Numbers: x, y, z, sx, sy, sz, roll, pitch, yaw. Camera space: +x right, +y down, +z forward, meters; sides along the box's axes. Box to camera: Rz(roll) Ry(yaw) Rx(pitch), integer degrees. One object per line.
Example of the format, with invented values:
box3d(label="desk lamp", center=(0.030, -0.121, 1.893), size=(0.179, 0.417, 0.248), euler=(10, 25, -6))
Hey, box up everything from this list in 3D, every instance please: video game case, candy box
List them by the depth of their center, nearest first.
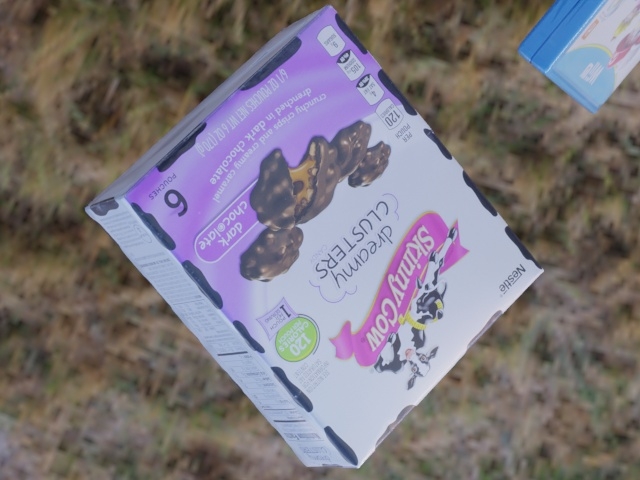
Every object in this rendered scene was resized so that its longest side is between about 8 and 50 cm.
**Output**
box3d(label="video game case", center=(0.134, -0.117, 0.641), size=(0.015, 0.166, 0.119), euler=(42, -171, 13))
box3d(label="candy box", center=(0.000, 0.000, 1.040), size=(0.196, 0.165, 0.070), euler=(50, 157, -12))
